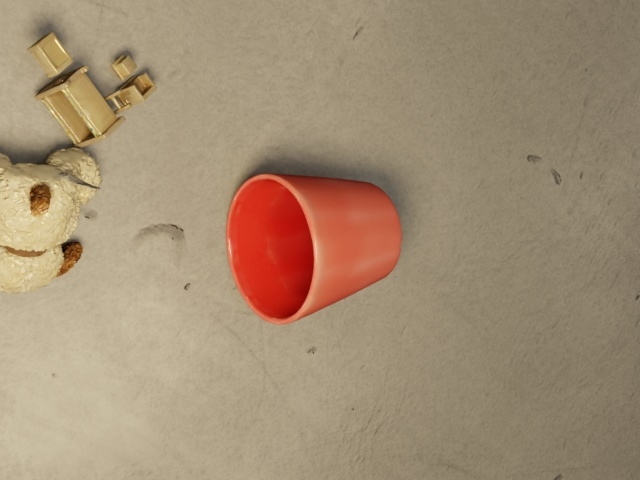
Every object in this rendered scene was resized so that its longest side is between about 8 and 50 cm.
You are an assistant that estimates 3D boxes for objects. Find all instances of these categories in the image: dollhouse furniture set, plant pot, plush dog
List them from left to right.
[{"bbox_3d":[-0.472,-0.015,1.533,0.262,0.210,0.225,-1,122,-30],"label":"plush dog"},{"bbox_3d":[-0.394,-0.276,1.596,0.182,0.101,0.161,57,46,-24],"label":"dollhouse furniture set"},{"bbox_3d":[0.000,0.000,1.764,0.243,0.275,0.275,-10,103,-38],"label":"plant pot"}]
